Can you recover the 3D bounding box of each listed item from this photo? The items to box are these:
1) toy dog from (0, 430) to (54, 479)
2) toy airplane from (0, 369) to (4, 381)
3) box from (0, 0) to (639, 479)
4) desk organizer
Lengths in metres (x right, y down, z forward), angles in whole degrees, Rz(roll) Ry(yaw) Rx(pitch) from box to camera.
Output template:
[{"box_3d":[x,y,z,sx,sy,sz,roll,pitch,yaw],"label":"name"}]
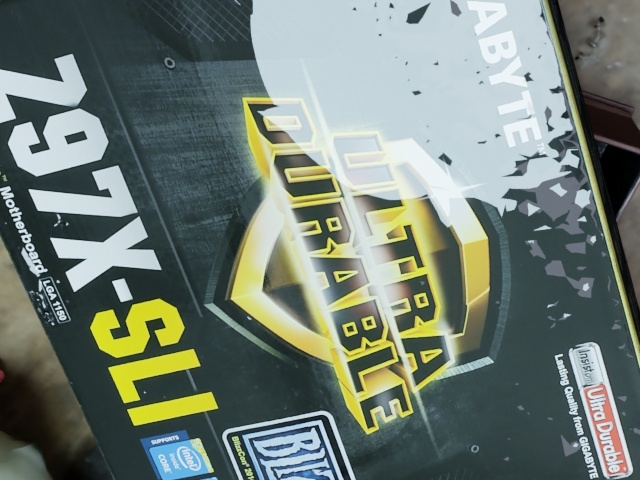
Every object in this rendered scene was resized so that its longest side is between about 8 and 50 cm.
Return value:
[{"box_3d":[-0.266,0.218,0.570,0.408,0.284,0.395,-15,114,-38],"label":"toy dog"},{"box_3d":[-0.230,0.071,0.690,0.151,0.028,0.151,2,131,3],"label":"toy airplane"},{"box_3d":[0.000,0.000,0.600,0.257,0.079,0.322,-13,114,15],"label":"box"},{"box_3d":[0.111,-0.006,0.658,0.047,0.050,0.130,17,118,-13],"label":"desk organizer"}]
